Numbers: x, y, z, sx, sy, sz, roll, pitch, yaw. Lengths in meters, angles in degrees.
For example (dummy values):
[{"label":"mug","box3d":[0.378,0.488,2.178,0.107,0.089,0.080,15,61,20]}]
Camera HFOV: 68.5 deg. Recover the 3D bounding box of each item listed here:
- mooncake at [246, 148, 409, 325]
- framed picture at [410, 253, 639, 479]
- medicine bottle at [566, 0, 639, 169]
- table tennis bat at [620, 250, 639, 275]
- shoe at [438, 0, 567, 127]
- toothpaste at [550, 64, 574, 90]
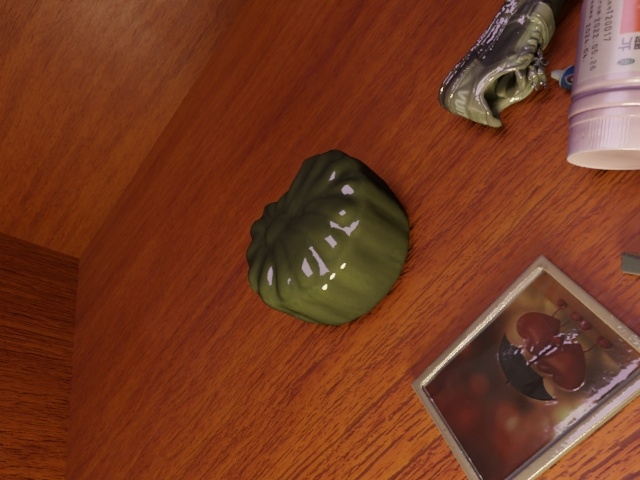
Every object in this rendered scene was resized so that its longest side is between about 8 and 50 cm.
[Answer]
[{"label":"mooncake","box3d":[0.000,0.000,0.948,0.351,0.187,0.351,-26,50,35]},{"label":"framed picture","box3d":[0.274,0.188,0.648,0.289,0.020,0.211,-51,38,17]},{"label":"medicine bottle","box3d":[0.401,-0.226,0.611,0.133,0.133,0.250,9,90,51]},{"label":"table tennis bat","box3d":[0.433,0.046,0.504,0.220,0.019,0.130,-157,62,-65]},{"label":"shoe","box3d":[0.349,-0.316,0.803,0.293,0.109,0.149,-48,50,15]},{"label":"toothpaste","box3d":[0.431,-0.231,0.703,0.197,0.034,0.057,44,114,49]}]
